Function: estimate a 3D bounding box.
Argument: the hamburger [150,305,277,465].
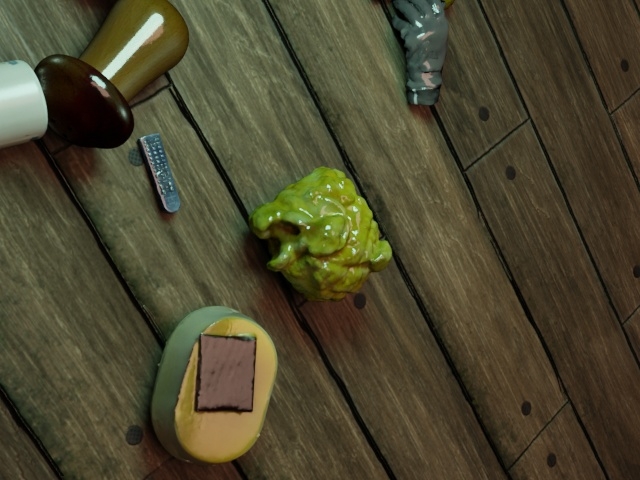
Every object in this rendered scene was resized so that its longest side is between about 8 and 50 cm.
[{"bbox_3d":[-0.198,0.272,1.704,0.227,0.151,0.295,23,80,-26],"label":"hamburger"}]

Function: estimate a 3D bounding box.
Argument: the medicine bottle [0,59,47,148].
[{"bbox_3d":[-0.575,-0.202,1.465,0.236,0.139,0.139,-22,101,-33],"label":"medicine bottle"}]

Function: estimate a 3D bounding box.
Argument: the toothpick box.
[{"bbox_3d":[-0.363,-0.295,1.593,0.192,0.192,0.294,48,57,-23],"label":"toothpick box"}]

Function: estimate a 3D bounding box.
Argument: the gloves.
[{"bbox_3d":[0.234,-0.448,2.053,0.142,0.119,0.286,-15,97,-36],"label":"gloves"}]

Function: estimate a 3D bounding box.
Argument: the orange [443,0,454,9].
[{"bbox_3d":[0.273,-0.575,2.109,0.095,0.085,0.085,39,67,-35],"label":"orange"}]

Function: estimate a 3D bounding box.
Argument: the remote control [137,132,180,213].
[{"bbox_3d":[-0.303,-0.124,1.719,0.043,0.027,0.153,-19,97,-28],"label":"remote control"}]

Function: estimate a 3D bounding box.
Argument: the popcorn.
[{"bbox_3d":[0.000,0.000,1.807,0.241,0.235,0.250,-35,89,-7],"label":"popcorn"}]
